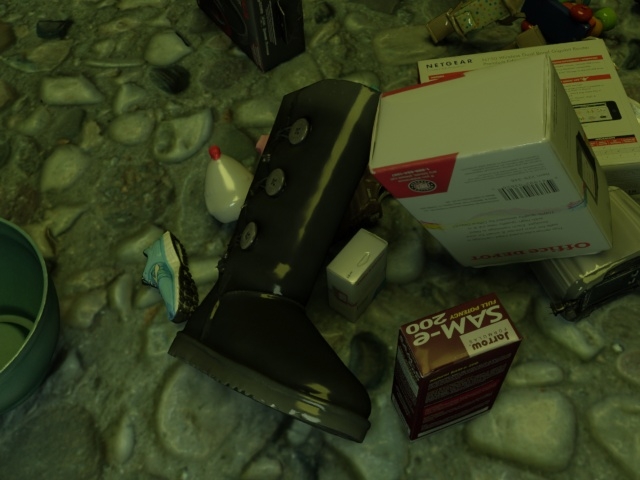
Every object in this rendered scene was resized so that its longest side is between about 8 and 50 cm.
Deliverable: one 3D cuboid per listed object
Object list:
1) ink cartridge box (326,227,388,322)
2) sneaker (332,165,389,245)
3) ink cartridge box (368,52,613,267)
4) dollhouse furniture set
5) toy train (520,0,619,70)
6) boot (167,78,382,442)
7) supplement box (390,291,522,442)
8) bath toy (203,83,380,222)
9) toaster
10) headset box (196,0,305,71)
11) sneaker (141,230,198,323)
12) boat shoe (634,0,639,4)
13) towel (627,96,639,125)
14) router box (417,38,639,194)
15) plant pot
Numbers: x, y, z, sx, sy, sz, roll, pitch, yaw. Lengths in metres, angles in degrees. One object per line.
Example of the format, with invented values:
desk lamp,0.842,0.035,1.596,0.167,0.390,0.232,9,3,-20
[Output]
ink cartridge box,0.056,0.053,1.056,0.052,0.122,0.088,32,63,21
sneaker,0.062,-0.049,1.156,0.071,0.066,0.188,29,63,18
ink cartridge box,0.236,-0.087,0.934,0.226,0.306,0.131,-8,63,31
dollhouse furniture set,0.309,-0.379,1.340,0.182,0.161,0.101,-24,19,36
toy train,0.522,-0.412,1.362,0.143,0.105,0.248,-23,58,-28
boot,-0.002,-0.001,0.939,0.367,0.146,0.445,14,73,46
supplement box,0.165,0.171,0.905,0.130,0.239,0.073,-18,58,-10
bath toy,-0.041,-0.146,1.185,0.348,0.151,0.129,-24,98,-9
toaster,0.408,0.019,1.063,0.227,0.129,0.146,-24,55,-5
headset box,-0.142,-0.489,1.360,0.110,0.218,0.293,-33,62,-16
sneaker,-0.243,0.066,1.109,0.073,0.063,0.162,-26,54,7
boat shoe,0.682,-0.508,1.409,0.123,0.123,0.342,-22,58,4
towel,0.463,-0.177,1.243,0.285,0.034,0.209,-34,61,-18
router box,0.349,-0.201,1.203,0.335,0.082,0.301,-5,53,5
plant pot,-0.496,0.135,0.982,0.293,0.196,0.293,-1,57,1
